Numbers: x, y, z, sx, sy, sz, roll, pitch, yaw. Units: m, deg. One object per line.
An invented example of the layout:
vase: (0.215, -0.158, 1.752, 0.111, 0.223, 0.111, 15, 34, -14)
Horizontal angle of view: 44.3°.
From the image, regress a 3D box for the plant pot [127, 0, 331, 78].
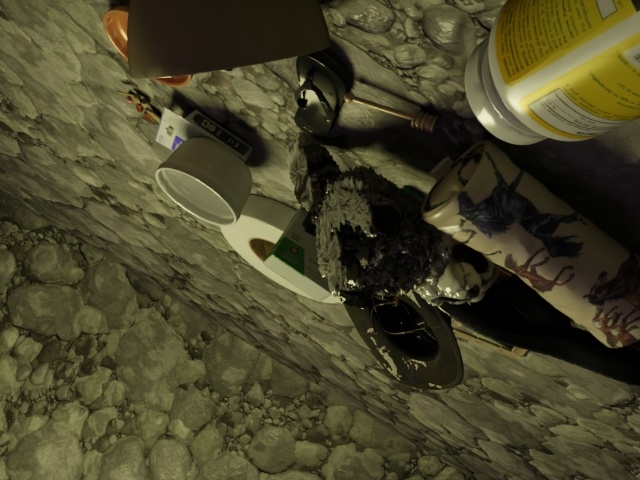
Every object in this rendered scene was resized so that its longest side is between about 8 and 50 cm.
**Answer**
plant pot: (-0.138, -0.342, 1.081, 0.284, 0.284, 0.191, 10, 116, 44)

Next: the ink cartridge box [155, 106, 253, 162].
ink cartridge box: (-0.267, -0.219, 1.778, 0.208, 0.045, 0.206, 33, 159, -8)

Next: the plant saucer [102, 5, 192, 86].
plant saucer: (-0.326, -0.379, 1.517, 0.200, 0.037, 0.200, 27, 159, 11)

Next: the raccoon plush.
raccoon plush: (0.150, -0.059, 1.427, 0.299, 0.446, 0.216, 2, 141, -28)

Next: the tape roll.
tape roll: (-0.081, 0.029, 2.038, 0.392, 0.072, 0.392, 28, 158, 12)

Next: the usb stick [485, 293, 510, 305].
usb stick: (0.293, 0.112, 1.720, 0.278, 0.045, 0.077, 27, 130, 12)

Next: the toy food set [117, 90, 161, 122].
toy food set: (-0.411, -0.311, 1.815, 0.078, 0.019, 0.122, 18, 163, 34)

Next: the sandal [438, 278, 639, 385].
sandal: (0.433, 0.150, 1.526, 0.446, 0.107, 0.167, 18, -163, -1)

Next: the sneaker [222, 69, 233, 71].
sneaker: (-0.266, -0.388, 1.324, 0.162, 0.106, 0.281, 12, 152, 48)

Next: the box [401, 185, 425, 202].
box: (0.172, -0.038, 1.578, 0.105, 0.043, 0.179, 33, 161, -1)

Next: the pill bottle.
pill bottle: (0.296, -0.213, 0.810, 0.188, 0.188, 0.334, 37, 159, -12)

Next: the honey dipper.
honey dipper: (0.111, -0.210, 1.274, 0.161, 0.030, 0.030, 19, 156, 17)

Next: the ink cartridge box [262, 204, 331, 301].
ink cartridge box: (0.000, 0.000, 1.671, 0.153, 0.208, 0.087, 34, 156, -7)

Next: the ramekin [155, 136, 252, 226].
ramekin: (-0.247, -0.134, 1.729, 0.207, 0.109, 0.207, 26, 158, 11)

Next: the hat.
hat: (0.202, 0.161, 1.695, 0.331, 0.134, 0.331, 29, 140, 28)

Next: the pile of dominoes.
pile of dominoes: (0.376, 0.188, 1.836, 0.251, 0.040, 0.196, 21, 155, 7)

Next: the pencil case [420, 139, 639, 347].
pencil case: (0.356, 0.004, 1.246, 0.410, 0.160, 0.183, 34, -176, -5)

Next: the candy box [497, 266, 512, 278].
candy box: (0.282, 0.039, 1.545, 0.109, 0.053, 0.187, 29, 159, -21)

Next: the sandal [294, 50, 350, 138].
sandal: (-0.005, -0.239, 1.356, 0.097, 0.054, 0.254, 28, 159, 10)
